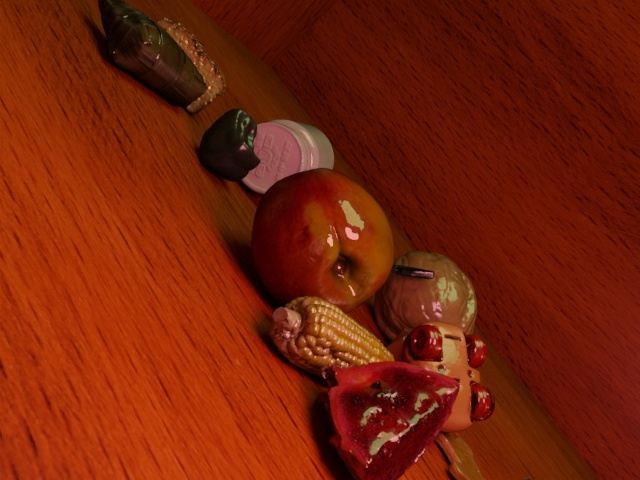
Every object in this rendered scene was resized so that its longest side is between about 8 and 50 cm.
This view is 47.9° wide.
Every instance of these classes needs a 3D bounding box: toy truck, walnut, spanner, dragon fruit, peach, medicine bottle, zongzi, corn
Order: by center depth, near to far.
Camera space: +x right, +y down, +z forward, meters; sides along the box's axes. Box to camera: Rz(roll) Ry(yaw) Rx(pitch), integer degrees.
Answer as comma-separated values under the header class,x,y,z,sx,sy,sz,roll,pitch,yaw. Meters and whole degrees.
class,x,y,z,sx,sy,sz,roll,pitch,yaw
dragon fruit,0.084,0.292,1.203,0.262,0.134,0.211,-23,50,-39
corn,0.031,0.197,1.330,0.347,0.130,0.130,35,18,-45
peach,0.000,0.000,1.457,0.308,0.308,0.332,42,11,-24
toy truck,0.245,0.309,1.633,0.189,0.239,0.265,15,60,-27
spanner,0.125,0.063,1.816,0.324,0.040,0.095,8,5,17
zongzi,-0.447,-0.502,1.853,0.300,0.138,0.286,54,11,33
walnut,0.282,0.181,1.907,0.251,0.277,0.313,3,37,-15
medicine bottle,-0.093,-0.225,1.995,0.213,0.213,0.378,48,12,3

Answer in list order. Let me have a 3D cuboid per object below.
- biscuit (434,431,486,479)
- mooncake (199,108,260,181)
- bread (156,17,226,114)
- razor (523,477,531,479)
class,x,y,z,sx,sy,sz,roll,pitch,yaw
biscuit,0.318,0.508,1.550,0.158,0.035,0.240,37,16,-31
mooncake,-0.208,-0.231,1.743,0.168,0.175,0.104,-2,-28,47
bread,-0.373,-0.478,1.994,0.260,0.160,0.147,43,5,-6
razor,0.551,0.658,1.862,0.068,0.037,0.191,47,13,2
